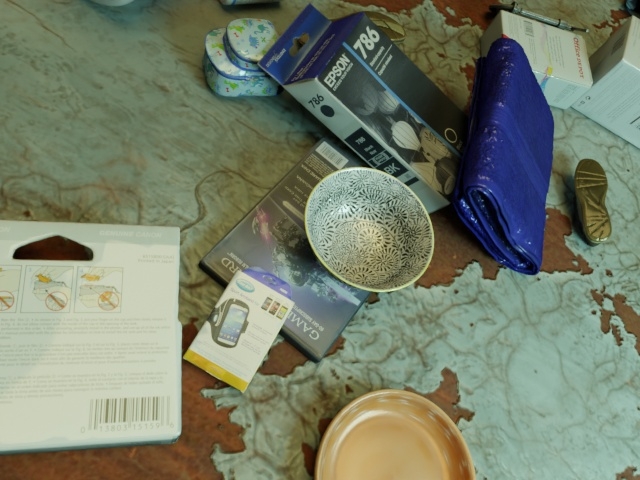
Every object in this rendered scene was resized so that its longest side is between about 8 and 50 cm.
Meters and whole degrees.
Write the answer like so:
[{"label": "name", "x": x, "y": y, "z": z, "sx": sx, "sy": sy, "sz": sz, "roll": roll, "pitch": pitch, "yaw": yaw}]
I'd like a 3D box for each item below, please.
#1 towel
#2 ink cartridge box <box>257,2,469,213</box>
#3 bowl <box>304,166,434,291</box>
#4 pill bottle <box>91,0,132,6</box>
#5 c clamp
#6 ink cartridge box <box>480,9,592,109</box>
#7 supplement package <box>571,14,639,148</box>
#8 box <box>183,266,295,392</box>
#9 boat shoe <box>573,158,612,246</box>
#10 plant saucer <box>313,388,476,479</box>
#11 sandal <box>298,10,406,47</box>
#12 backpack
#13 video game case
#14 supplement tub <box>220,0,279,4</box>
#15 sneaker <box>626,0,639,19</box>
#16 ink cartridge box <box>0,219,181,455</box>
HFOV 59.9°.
[{"label": "towel", "x": 0.283, "y": -0.127, "z": 0.846, "sx": 0.227, "sy": 0.076, "sz": 0.308, "roll": 45, "pitch": 52, "yaw": -39}, {"label": "ink cartridge box", "x": 0.084, "y": -0.204, "z": 0.812, "sx": 0.333, "sy": 0.065, "sz": 0.165, "roll": 38, "pitch": 60, "yaw": -15}, {"label": "bowl", "x": 0.052, "y": -0.002, "z": 0.714, "sx": 0.170, "sy": 0.080, "sz": 0.170, "roll": 7, "pitch": 65, "yaw": -15}, {"label": "pill bottle", "x": -0.228, "y": -0.545, "z": 0.817, "sx": 0.229, "sy": 0.229, "sz": 0.407, "roll": 36, "pitch": 60, "yaw": 0}, {"label": "c clamp", "x": 0.401, "y": -0.420, "z": 1.042, "sx": 0.161, "sy": 0.022, "sz": 0.137, "roll": 14, "pitch": 19, "yaw": -7}, {"label": "ink cartridge box", "x": 0.389, "y": -0.325, "z": 1.009, "sx": 0.175, "sy": 0.072, "sz": 0.127, "roll": 12, "pitch": 63, "yaw": -13}, {"label": "supplement package", "x": 0.617, "y": -0.267, "z": 1.024, "sx": 0.244, "sy": 0.134, "sz": 0.139, "roll": 30, "pitch": 61, "yaw": -4}, {"label": "box", "x": -0.091, "y": 0.100, "z": 0.659, "sx": 0.081, "sy": 0.028, "sz": 0.136, "roll": 31, "pitch": 72, "yaw": 0}, {"label": "boat shoe", "x": 0.442, "y": -0.062, "z": 0.920, "sx": 0.056, "sy": 0.049, "sz": 0.152, "roll": 6, "pitch": 67, "yaw": 5}, {"label": "plant saucer", "x": 0.085, "y": 0.277, "z": 0.648, "sx": 0.200, "sy": 0.037, "sz": 0.199, "roll": 7, "pitch": 65, "yaw": -15}, {"label": "sandal", "x": 0.051, "y": -0.335, "z": 0.920, "sx": 0.180, "sy": 0.049, "sz": 0.072, "roll": -11, "pitch": 63, "yaw": -7}, {"label": "backpack", "x": -0.111, "y": -0.268, "z": 0.809, "sx": 0.114, "sy": 0.084, "sz": 0.105, "roll": -12, "pitch": 69, "yaw": -21}, {"label": "video game case", "x": 0.000, "y": 0.000, "z": 0.756, "sx": 0.196, "sy": 0.026, "sz": 0.274, "roll": 39, "pitch": 61, "yaw": 2}, {"label": "supplement tub", "x": -0.110, "y": -0.416, "z": 0.887, "sx": 0.107, "sy": 0.071, "sz": 0.071, "roll": -16, "pitch": 72, "yaw": -24}, {"label": "sneaker", "x": 0.728, "y": -0.543, "z": 1.209, "sx": 0.125, "sy": 0.104, "sz": 0.261, "roll": 3, "pitch": 65, "yaw": -15}, {"label": "ink cartridge box", "x": -0.290, "y": 0.099, "z": 0.593, "sx": 0.275, "sy": 0.060, "sz": 0.238, "roll": 2, "pitch": 64, "yaw": -17}]
